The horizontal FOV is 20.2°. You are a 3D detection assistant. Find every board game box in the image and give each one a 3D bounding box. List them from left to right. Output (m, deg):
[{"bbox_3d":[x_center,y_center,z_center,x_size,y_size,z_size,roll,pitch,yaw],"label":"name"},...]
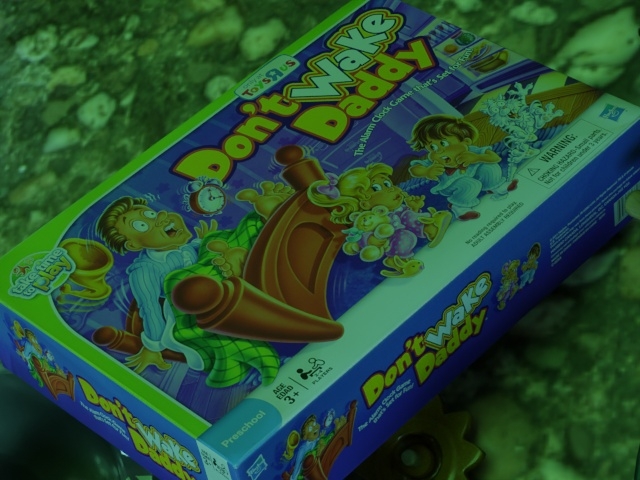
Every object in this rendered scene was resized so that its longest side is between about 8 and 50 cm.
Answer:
[{"bbox_3d":[0.000,0.000,1.082,0.233,0.078,0.347,29,56,36],"label":"board game box"}]

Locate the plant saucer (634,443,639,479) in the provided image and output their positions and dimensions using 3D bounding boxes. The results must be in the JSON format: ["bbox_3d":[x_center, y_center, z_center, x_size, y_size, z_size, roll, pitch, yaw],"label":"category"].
[{"bbox_3d":[0.316,0.117,0.892,0.317,0.043,0.317,-6,49,7],"label":"plant saucer"}]

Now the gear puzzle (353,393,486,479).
[{"bbox_3d":[-0.010,0.065,1.174,0.339,0.044,0.175,38,93,36],"label":"gear puzzle"}]

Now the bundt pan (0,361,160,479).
[{"bbox_3d":[-0.151,0.237,1.116,0.331,0.124,0.331,-13,64,28],"label":"bundt pan"}]

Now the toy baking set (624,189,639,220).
[{"bbox_3d":[0.302,-0.031,0.992,0.256,0.030,0.197,8,39,28],"label":"toy baking set"}]
